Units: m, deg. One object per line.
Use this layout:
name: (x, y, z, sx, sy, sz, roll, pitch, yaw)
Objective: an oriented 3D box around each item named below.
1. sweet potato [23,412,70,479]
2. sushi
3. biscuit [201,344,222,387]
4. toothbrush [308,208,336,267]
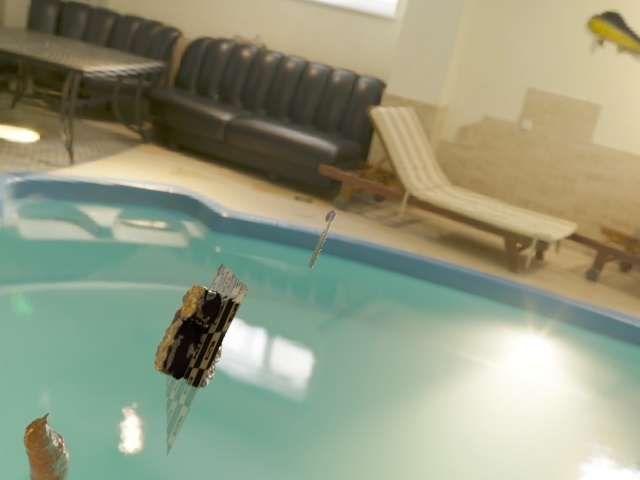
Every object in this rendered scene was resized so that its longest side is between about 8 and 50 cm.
sweet potato: (-0.429, 0.344, 1.242, 0.066, 0.314, 0.072, 9, 47, -7)
sushi: (-0.160, 0.110, 0.924, 0.043, 0.192, 0.279, 26, 1, -13)
biscuit: (-0.225, 0.212, 1.570, 0.026, 0.124, 0.175, -5, 44, 12)
toothbrush: (0.000, 0.000, 1.326, 0.014, 0.167, 0.011, -19, 62, -27)
